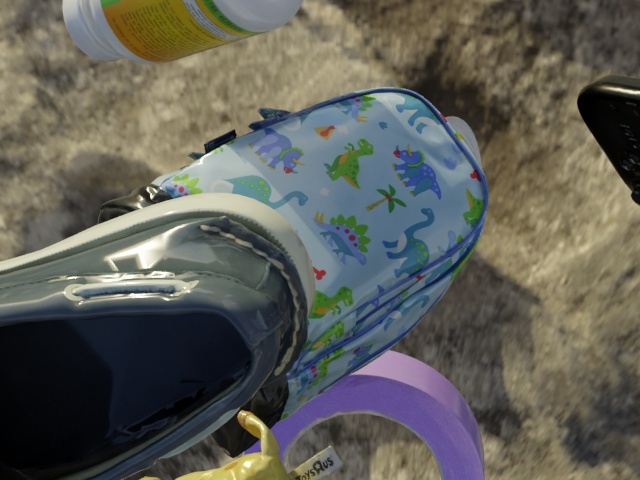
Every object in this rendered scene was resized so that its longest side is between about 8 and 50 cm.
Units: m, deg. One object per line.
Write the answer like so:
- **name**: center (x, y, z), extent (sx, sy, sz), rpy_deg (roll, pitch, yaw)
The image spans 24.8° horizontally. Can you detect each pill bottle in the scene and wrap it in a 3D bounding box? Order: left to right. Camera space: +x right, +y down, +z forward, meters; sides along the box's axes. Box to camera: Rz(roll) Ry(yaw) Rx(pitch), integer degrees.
- **pill bottle**: center (-0.145, -0.253, 1.455), extent (0.246, 0.136, 0.136), rpy_deg (-9, 66, 42)

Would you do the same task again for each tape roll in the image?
- **tape roll**: center (0.049, 0.264, 1.653), extent (0.275, 0.090, 0.274), rpy_deg (1, 105, 5)

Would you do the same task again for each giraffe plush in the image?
- **giraffe plush**: center (-0.093, 0.256, 1.191), extent (0.181, 0.170, 0.210), rpy_deg (45, 123, 20)

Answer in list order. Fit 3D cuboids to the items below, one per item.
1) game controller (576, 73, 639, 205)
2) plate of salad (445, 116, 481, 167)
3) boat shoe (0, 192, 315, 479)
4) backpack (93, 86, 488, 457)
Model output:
- **game controller**: center (0.336, -0.050, 1.093), extent (0.319, 0.166, 0.067), rpy_deg (19, 75, 50)
- **plate of salad**: center (0.133, -0.045, 1.683), extent (0.048, 0.200, 0.200), rpy_deg (12, 71, 31)
- **boat shoe**: center (-0.120, 0.062, 0.506), extent (0.254, 0.079, 0.095), rpy_deg (-18, 107, 15)
- **backpack**: center (0.000, 0.000, 1.450), extent (0.355, 0.273, 0.290), rpy_deg (-18, 63, -37)
